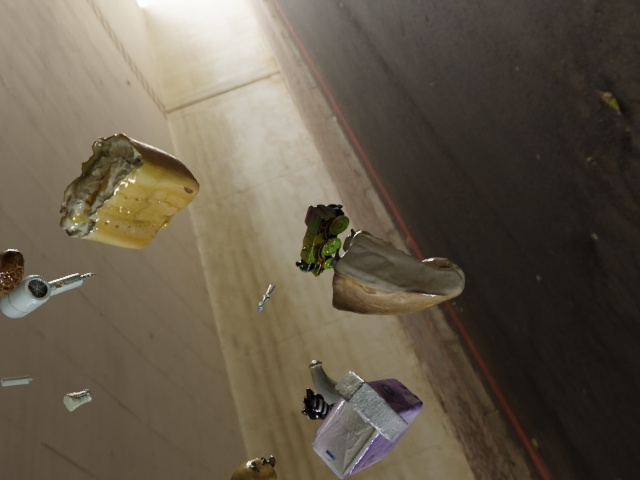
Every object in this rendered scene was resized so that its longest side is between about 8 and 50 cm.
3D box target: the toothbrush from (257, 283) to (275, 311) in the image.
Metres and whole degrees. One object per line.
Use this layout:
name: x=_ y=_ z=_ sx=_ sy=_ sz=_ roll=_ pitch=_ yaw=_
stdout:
toothbrush: x=-0.219 y=0.228 z=2.523 sx=0.304 sy=0.030 sz=0.030 roll=-67 pitch=-42 yaw=-74

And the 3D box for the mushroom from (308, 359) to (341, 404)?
mushroom: x=0.048 y=0.609 z=2.528 sx=0.270 sy=0.118 sz=0.103 roll=36 pitch=172 yaw=10

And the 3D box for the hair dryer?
hair dryer: x=-0.940 y=0.159 z=2.195 sx=0.357 sy=0.173 sz=0.108 roll=-27 pitch=-89 yaw=-58

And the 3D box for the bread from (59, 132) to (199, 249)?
bread: x=-0.613 y=-0.159 z=2.013 sx=0.250 sy=0.361 sz=0.394 roll=52 pitch=-163 yaw=24

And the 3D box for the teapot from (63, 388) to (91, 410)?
teapot: x=-0.784 y=0.513 z=2.006 sx=0.083 sy=0.067 sz=0.057 roll=-13 pitch=-117 yaw=-52

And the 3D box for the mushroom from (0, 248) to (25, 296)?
mushroom: x=-0.770 y=0.081 z=1.497 sx=0.085 sy=0.126 sz=0.109 roll=37 pitch=-157 yaw=26

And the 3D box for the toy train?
toy train: x=0.000 y=0.000 z=2.209 sx=0.100 sy=0.160 sz=0.296 roll=46 pitch=133 yaw=39

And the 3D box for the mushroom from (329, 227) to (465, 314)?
mushroom: x=0.238 y=0.154 z=1.942 sx=0.314 sy=0.397 sz=0.224 roll=92 pitch=-164 yaw=-49

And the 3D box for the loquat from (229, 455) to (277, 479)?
loquat: x=-0.215 y=0.793 z=2.016 sx=0.149 sy=0.204 sz=0.172 roll=38 pitch=157 yaw=0

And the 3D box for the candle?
candle: x=0.104 y=0.371 z=1.407 sx=0.192 sy=0.068 sz=0.168 roll=36 pitch=169 yaw=34

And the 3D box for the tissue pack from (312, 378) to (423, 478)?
tissue pack: x=0.146 y=0.542 z=1.829 sx=0.160 sy=0.242 sz=0.338 roll=40 pitch=-171 yaw=25

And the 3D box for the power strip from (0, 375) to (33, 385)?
power strip: x=-0.852 y=0.394 z=1.728 sx=0.027 sy=0.083 sz=0.017 roll=-146 pitch=54 yaw=-75

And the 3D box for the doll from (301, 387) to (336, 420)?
doll: x=0.014 y=0.546 z=1.956 sx=0.219 sy=0.067 sz=0.091 roll=39 pitch=-134 yaw=-31
